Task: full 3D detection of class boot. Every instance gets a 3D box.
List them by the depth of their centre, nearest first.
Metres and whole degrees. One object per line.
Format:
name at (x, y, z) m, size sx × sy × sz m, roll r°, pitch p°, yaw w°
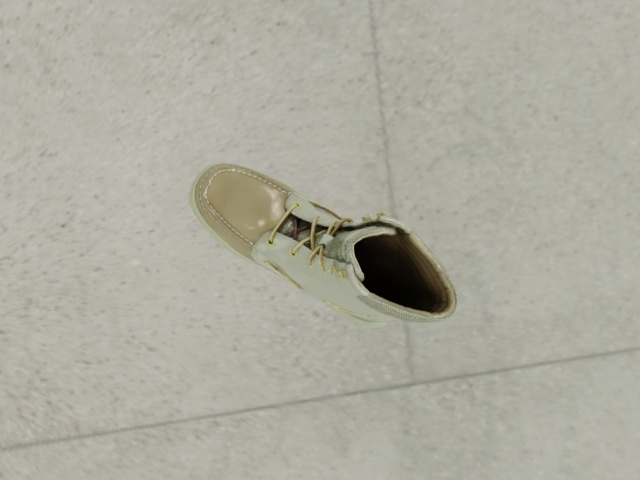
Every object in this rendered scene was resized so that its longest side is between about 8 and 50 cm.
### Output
boot at (0.000, 0.000, 0.905) m, size 0.213 × 0.165 × 0.077 m, roll 35°, pitch 79°, yaw -11°
